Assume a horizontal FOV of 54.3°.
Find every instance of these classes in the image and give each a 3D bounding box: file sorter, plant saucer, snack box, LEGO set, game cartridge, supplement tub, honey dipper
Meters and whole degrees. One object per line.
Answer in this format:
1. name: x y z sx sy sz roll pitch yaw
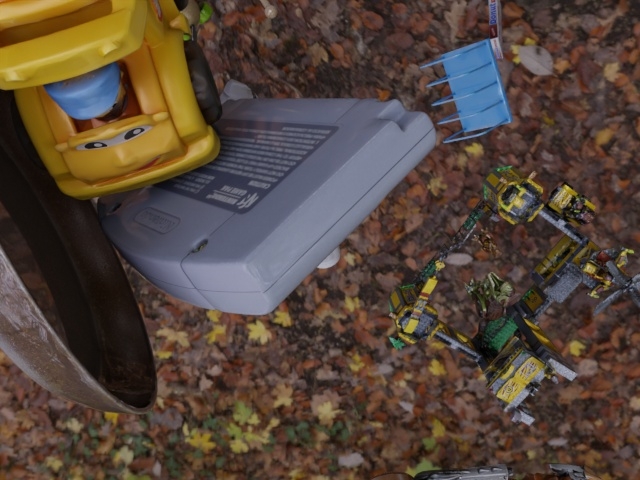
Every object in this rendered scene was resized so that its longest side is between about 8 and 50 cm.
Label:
1. file sorter: 0.287 -0.295 1.252 0.104 0.118 0.170 -30 106 -35
2. plant saucer: -0.212 -0.004 0.468 0.050 0.310 0.311 -27 120 -8
3. snack box: 0.403 -0.503 1.438 0.022 0.178 0.064 -6 147 23
4. LEGO set: 0.259 0.080 0.826 0.255 0.192 0.331 40 104 -18
5. game cartridge: -0.072 -0.042 0.511 0.198 0.297 0.062 -48 123 -17
6. supplement tub: 0.000 0.000 1.304 0.071 0.071 0.107 -16 137 -2
7. honey dipper: -0.100 -0.376 0.903 0.030 0.161 0.030 -21 152 -12

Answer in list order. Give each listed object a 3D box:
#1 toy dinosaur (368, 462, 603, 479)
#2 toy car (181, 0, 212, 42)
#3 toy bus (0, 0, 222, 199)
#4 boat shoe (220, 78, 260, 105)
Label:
1. toy dinosaur: 0.081 0.258 0.534 0.322 0.164 0.218 3 129 22
2. toy car: -0.338 -0.523 1.463 0.149 0.188 0.155 -41 133 15
3. toy bus: -0.160 -0.147 0.401 0.149 0.211 0.220 -18 92 -4
4. boat shoe: -0.087 -0.131 0.857 0.119 0.335 0.121 21 107 -23
